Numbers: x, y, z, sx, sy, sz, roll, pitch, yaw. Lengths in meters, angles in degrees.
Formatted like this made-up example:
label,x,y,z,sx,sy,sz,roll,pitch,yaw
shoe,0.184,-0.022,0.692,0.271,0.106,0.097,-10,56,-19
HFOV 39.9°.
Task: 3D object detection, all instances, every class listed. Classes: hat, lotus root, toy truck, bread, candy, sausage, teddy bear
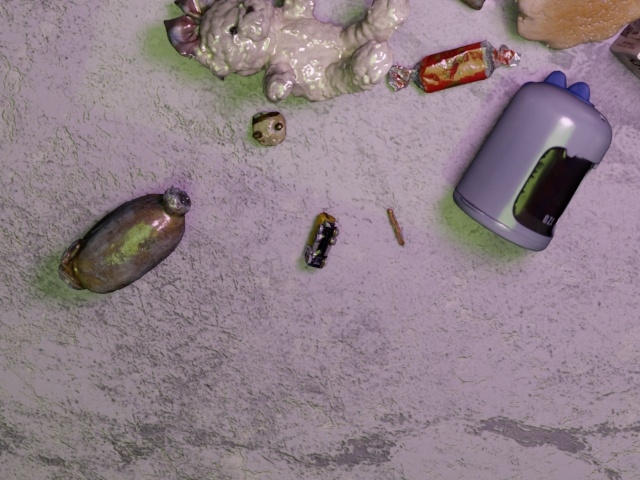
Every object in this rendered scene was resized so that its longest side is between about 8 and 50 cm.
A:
label,x,y,z,sx,sy,sz,roll,pitch,yaw
hat,-0.115,-0.247,1.971,0.077,0.059,0.076,-2,112,-2
lotus root,-0.426,0.002,2.000,0.349,0.175,0.175,-33,104,12
toy truck,0.000,0.000,2.042,0.052,0.063,0.123,13,110,-25
bread,0.539,-0.478,1.775,0.315,0.316,0.054,-10,68,5
candy,0.291,-0.376,1.915,0.292,0.059,0.086,-14,108,7
sausage,0.176,-0.031,2.050,0.015,0.015,0.100,-20,106,8
teddy bear,-0.081,-0.434,1.785,0.362,0.375,0.328,30,64,-25

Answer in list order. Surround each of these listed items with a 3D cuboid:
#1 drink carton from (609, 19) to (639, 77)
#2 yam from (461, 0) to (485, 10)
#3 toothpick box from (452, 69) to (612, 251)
label,x,y,z,sx,sy,sz,roll,pitch,yaw
drink carton,0.785,-0.339,1.840,0.324,0.194,0.132,37,103,-9
yam,0.279,-0.557,1.851,0.179,0.078,0.078,28,106,-7
toothpick box,0.459,-0.186,1.889,0.263,0.263,0.355,28,105,-7
